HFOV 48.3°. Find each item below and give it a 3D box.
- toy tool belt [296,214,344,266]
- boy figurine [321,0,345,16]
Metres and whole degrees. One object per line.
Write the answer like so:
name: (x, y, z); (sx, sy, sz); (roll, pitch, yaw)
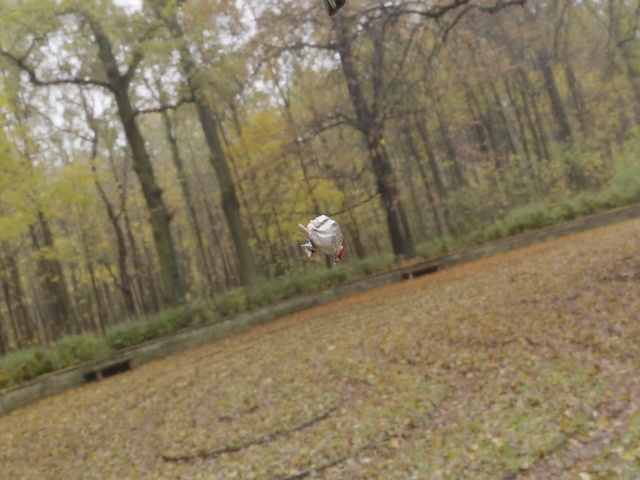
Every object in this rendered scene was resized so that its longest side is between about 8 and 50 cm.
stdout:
toy tool belt: (0.000, 0.000, 0.904); (0.051, 0.052, 0.083); (9, -21, 13)
boy figurine: (0.127, -0.457, 1.150); (0.285, 0.092, 0.177); (-24, 10, -11)
